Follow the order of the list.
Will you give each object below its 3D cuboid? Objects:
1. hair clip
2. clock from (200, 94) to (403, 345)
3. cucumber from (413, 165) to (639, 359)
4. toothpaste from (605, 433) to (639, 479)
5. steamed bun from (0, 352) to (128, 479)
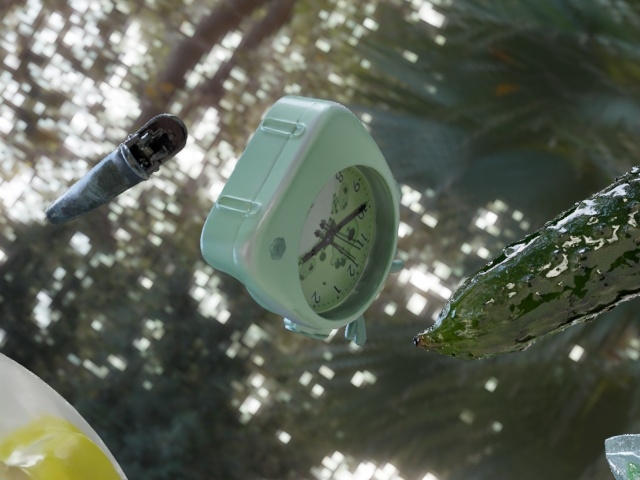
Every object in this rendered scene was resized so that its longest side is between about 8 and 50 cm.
[{"bbox_3d":[-0.201,-0.050,1.569,0.229,0.039,0.070,-25,16,51],"label":"hair clip"},{"bbox_3d":[0.000,0.000,1.398,0.159,0.066,0.211,-60,-39,-20],"label":"clock"},{"bbox_3d":[0.151,0.005,0.915,0.227,0.069,0.069,-28,-35,-3],"label":"cucumber"},{"bbox_3d":[0.127,0.157,0.539,0.297,0.074,0.048,-80,-25,-53],"label":"toothpaste"},{"bbox_3d":[-0.227,0.221,0.861,0.334,0.334,0.374,-25,-54,-43],"label":"steamed bun"}]
